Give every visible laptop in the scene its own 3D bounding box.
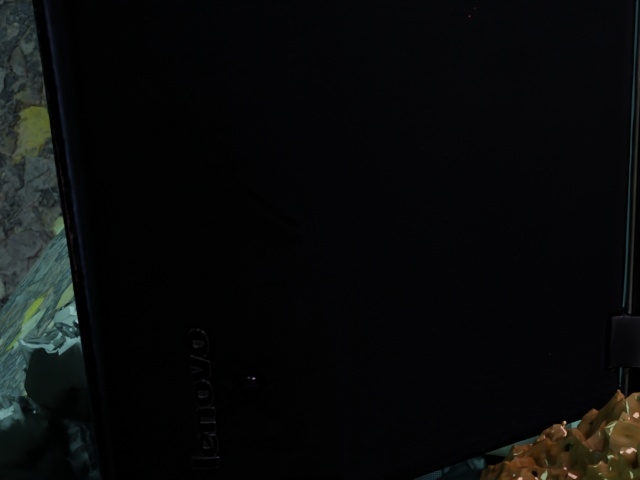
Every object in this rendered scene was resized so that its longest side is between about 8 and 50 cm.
[{"bbox_3d":[0.045,-0.111,0.762,0.236,0.382,0.408,2,28,9],"label":"laptop"}]

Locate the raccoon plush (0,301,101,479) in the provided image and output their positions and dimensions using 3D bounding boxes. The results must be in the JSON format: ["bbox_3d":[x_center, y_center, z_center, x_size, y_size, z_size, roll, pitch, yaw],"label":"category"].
[{"bbox_3d":[-0.005,0.174,0.960,0.216,0.446,0.299,-48,-13,14],"label":"raccoon plush"}]

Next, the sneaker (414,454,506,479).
[{"bbox_3d":[0.067,0.184,1.079,0.268,0.101,0.153,-24,28,49],"label":"sneaker"}]

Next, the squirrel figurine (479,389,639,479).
[{"bbox_3d":[0.164,0.137,0.566,0.370,0.281,0.397,-54,3,32],"label":"squirrel figurine"}]

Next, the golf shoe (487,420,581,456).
[{"bbox_3d":[0.133,0.022,1.039,0.140,0.115,0.306,-10,35,12],"label":"golf shoe"}]
